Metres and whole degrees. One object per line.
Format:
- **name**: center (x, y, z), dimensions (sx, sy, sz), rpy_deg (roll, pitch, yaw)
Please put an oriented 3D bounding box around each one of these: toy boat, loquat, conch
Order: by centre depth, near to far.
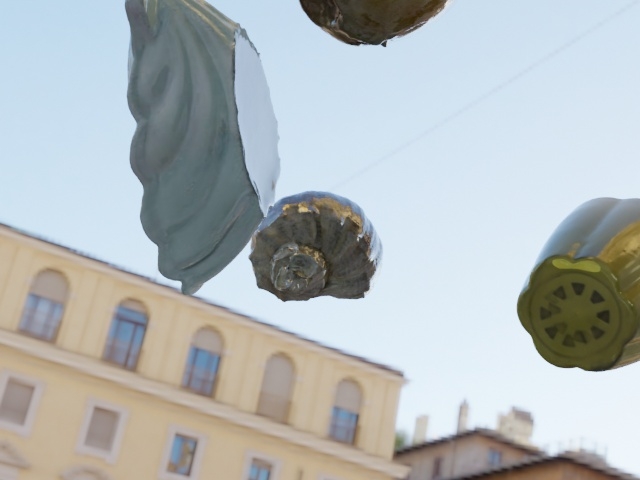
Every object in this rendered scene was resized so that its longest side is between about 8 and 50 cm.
- **toy boat**: center (-0.098, -0.093, 1.024), dimensions (0.100, 0.199, 0.290), rpy_deg (-4, -62, 13)
- **loquat**: center (0.079, -0.307, 1.276), dimensions (0.179, 0.227, 0.179), rpy_deg (40, -29, 27)
- **conch**: center (0.000, -0.010, 1.907), dimensions (0.210, 0.291, 0.159), rpy_deg (12, -46, 10)

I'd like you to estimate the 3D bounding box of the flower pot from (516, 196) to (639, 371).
- **flower pot**: center (0.320, 0.060, 1.318), dimensions (0.195, 0.195, 0.179), rpy_deg (-7, 11, 34)
